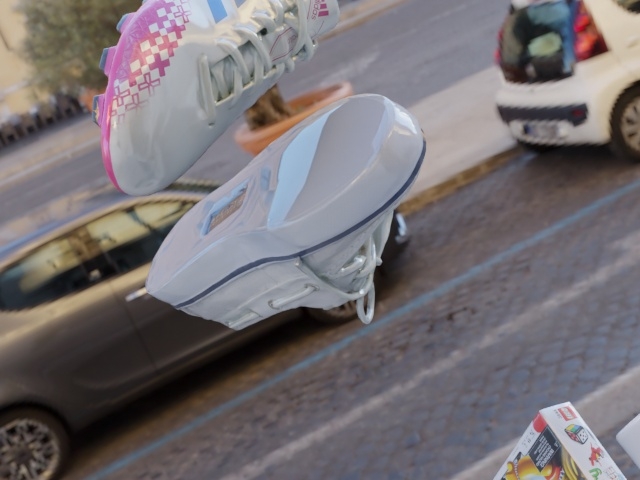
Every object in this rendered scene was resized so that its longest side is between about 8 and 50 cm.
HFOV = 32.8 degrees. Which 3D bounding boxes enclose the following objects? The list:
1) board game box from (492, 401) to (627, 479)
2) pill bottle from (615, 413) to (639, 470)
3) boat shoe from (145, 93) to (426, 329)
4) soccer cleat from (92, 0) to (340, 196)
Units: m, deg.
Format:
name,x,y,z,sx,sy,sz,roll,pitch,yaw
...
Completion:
name,x,y,z,sx,sy,sz,roll,pitch,yaw
board game box,0.259,0.353,1.239,0.053,0.305,0.193,-9,49,-30
pill bottle,0.316,0.193,0.669,0.152,0.272,0.152,-34,-20,-14
boat shoe,-0.003,0.008,0.933,0.367,0.156,0.136,-31,34,47
soccer cleat,-0.068,-0.164,0.874,0.143,0.116,0.331,5,47,16
